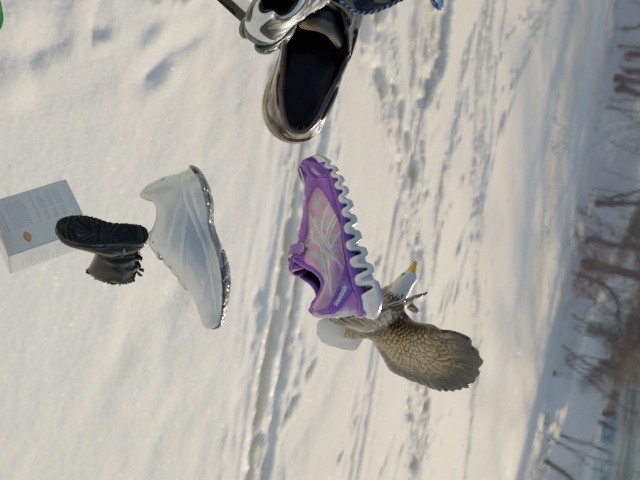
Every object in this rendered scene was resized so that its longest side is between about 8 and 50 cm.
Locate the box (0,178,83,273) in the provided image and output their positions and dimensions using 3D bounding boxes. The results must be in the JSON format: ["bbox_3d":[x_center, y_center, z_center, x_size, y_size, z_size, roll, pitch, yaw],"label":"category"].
[{"bbox_3d":[-0.586,-0.030,1.575,0.170,0.130,0.091,-22,163,-27],"label":"box"}]

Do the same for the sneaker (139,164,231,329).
[{"bbox_3d":[-0.238,0.019,1.370,0.111,0.129,0.297,-160,-124,-88],"label":"sneaker"}]

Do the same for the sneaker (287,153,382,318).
[{"bbox_3d":[0.000,0.000,0.997,0.095,0.104,0.237,96,-23,-73],"label":"sneaker"}]

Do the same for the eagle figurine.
[{"bbox_3d":[0.122,0.139,1.336,0.298,0.226,0.225,-120,-153,-64],"label":"eagle figurine"}]

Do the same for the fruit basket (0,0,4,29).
[{"bbox_3d":[-0.554,-0.419,0.906,0.282,0.392,0.392,-10,118,-23],"label":"fruit basket"}]

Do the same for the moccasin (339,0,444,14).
[{"bbox_3d":[0.123,-0.322,0.734,0.137,0.342,0.117,24,55,-28],"label":"moccasin"}]

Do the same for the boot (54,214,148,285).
[{"bbox_3d":[-0.282,0.015,0.973,0.099,0.121,0.045,125,-37,-48],"label":"boot"}]

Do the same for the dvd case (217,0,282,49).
[{"bbox_3d":[-0.132,-0.427,1.443,0.022,0.253,0.180,-52,148,15],"label":"dvd case"}]

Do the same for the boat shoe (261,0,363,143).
[{"bbox_3d":[0.007,-0.310,1.099,0.130,0.132,0.356,-134,-126,-72],"label":"boat shoe"}]

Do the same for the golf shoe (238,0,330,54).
[{"bbox_3d":[-0.024,-0.323,0.948,0.198,0.077,0.094,-58,-178,-18],"label":"golf shoe"}]
